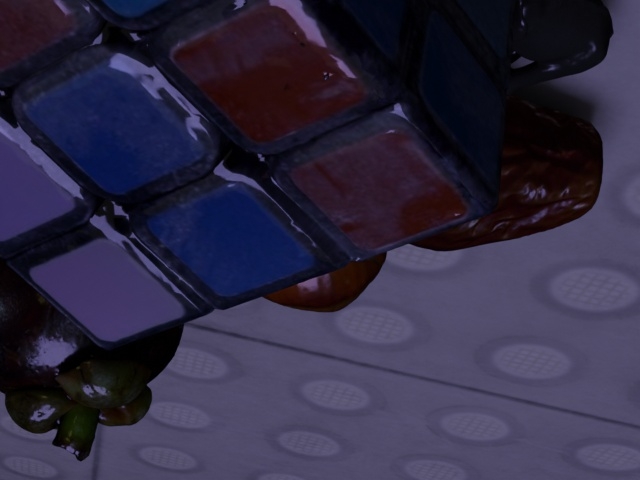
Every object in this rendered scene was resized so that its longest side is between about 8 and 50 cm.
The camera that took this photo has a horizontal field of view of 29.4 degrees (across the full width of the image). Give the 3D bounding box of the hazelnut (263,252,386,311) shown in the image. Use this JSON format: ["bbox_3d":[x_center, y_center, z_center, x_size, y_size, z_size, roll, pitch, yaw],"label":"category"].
[{"bbox_3d":[0.000,0.000,1.456,0.182,0.182,0.182,8,149,5],"label":"hazelnut"}]

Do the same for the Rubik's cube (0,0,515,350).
[{"bbox_3d":[-0.094,-0.183,0.844,0.359,0.363,0.362,-18,132,33],"label":"Rubik's cube"}]

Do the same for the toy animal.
[{"bbox_3d":[0.164,-0.214,1.106,0.245,0.114,0.146,7,164,-40],"label":"toy animal"}]

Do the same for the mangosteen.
[{"bbox_3d":[-0.335,0.115,1.617,0.300,0.300,0.300,8,149,5],"label":"mangosteen"}]

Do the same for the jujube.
[{"bbox_3d":[0.163,-0.076,1.262,0.255,0.190,0.190,5,150,-4],"label":"jujube"}]
